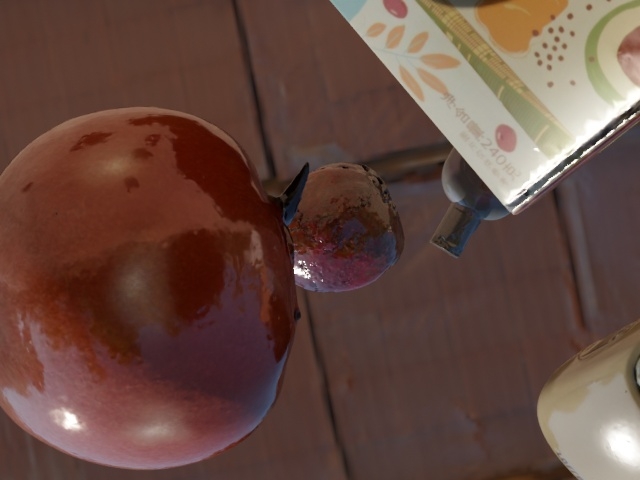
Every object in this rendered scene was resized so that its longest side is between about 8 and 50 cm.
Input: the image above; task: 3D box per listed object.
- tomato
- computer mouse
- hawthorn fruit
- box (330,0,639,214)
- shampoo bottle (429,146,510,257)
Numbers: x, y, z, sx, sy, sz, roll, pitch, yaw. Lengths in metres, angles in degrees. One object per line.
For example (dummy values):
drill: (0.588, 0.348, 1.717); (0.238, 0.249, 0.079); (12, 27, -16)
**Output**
tomato: (-0.130, 0.033, 1.044); (0.224, 0.256, 0.256); (-12, 180, -33)
computer mouse: (0.259, 0.131, 1.132); (0.082, 0.145, 0.236); (-43, -176, -39)
hawthorn fruit: (0.000, 0.000, 2.049); (0.235, 0.181, 0.181); (-35, 177, 6)
box: (0.138, -0.259, 1.072); (0.122, 0.385, 0.344); (-39, 177, -36)
shampoo bottle: (0.152, -0.062, 1.355); (0.080, 0.165, 0.040); (30, 179, -14)
